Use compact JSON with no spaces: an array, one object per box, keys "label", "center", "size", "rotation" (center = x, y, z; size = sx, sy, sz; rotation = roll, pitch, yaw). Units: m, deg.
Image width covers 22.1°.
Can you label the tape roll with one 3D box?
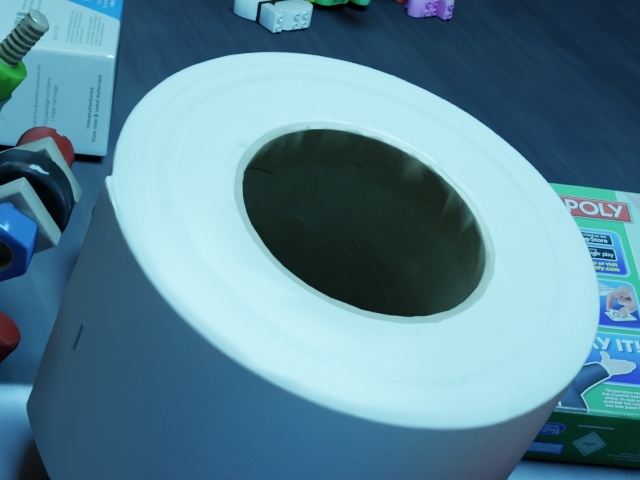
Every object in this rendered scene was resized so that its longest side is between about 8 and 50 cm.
[{"label":"tape roll","center":[-0.006,0.047,0.813],"size":[0.246,0.169,0.246],"rotation":[15,41,-13]}]

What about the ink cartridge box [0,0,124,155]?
[{"label":"ink cartridge box","center":[-0.252,-0.139,1.213],"size":[0.203,0.086,0.148],"rotation":[6,28,-6]}]

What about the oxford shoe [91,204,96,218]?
[{"label":"oxford shoe","center":[-0.107,0.038,0.981],"size":[0.076,0.076,0.212],"rotation":[-26,36,14]}]

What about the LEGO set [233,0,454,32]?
[{"label":"LEGO set","center":[0.043,-0.241,1.502],"size":[0.227,0.087,0.093],"rotation":[-13,36,-35]}]

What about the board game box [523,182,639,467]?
[{"label":"board game box","center":[0.226,0.053,1.032],"size":[0.317,0.046,0.213],"rotation":[6,40,-8]}]

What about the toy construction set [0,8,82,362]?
[{"label":"toy construction set","center":[-0.285,0.002,0.894],"size":[0.257,0.237,0.309],"rotation":[25,32,-44]}]
